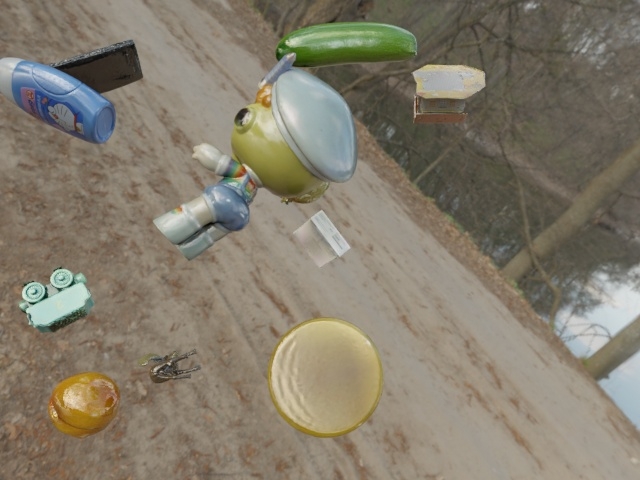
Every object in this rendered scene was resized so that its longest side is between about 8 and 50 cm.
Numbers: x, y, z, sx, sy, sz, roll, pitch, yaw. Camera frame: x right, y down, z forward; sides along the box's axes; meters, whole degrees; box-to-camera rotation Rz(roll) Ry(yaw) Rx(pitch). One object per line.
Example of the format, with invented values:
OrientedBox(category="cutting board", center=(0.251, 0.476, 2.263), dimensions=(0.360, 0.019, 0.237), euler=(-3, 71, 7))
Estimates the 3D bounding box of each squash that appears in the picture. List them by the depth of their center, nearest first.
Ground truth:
OrientedBox(category="squash", center=(0.054, -0.391, 0.994), dimensions=(0.293, 0.082, 0.082), euler=(-7, 36, -8))

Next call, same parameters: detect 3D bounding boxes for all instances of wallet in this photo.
OrientedBox(category="wallet", center=(-0.560, -0.404, 1.226), dimensions=(0.244, 0.124, 0.025), euler=(-29, 68, -23))

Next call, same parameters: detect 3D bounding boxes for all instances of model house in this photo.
OrientedBox(category="model house", center=(0.386, -0.428, 1.524), dimensions=(0.219, 0.136, 0.207), euler=(1, 44, 3))

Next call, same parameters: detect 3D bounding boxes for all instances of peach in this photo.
OrientedBox(category="peach", center=(-0.499, 0.343, 1.050), dimensions=(0.138, 0.138, 0.138), euler=(31, 24, -16))

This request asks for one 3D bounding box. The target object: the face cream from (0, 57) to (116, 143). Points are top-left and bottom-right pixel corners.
OrientedBox(category="face cream", center=(-0.574, -0.305, 1.064), dimensions=(0.264, 0.149, 0.083), euler=(25, 50, 2))

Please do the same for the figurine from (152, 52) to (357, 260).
OrientedBox(category="figurine", center=(-0.088, -0.103, 0.850), dimensions=(0.205, 0.382, 0.224), euler=(41, 2, 38))

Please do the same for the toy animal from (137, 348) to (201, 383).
OrientedBox(category="toy animal", center=(-0.453, 0.368, 1.467), dimensions=(0.214, 0.186, 0.093), euler=(32, 41, -86))

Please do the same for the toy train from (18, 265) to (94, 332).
OrientedBox(category="toy train", center=(-0.824, 0.190, 1.568), dimensions=(0.203, 0.112, 0.163), euler=(-30, 76, -22))

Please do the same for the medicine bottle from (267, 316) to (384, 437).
OrientedBox(category="medicine bottle", center=(0.010, 0.303, 1.108), dimensions=(0.238, 0.238, 0.232), euler=(43, -13, 11))

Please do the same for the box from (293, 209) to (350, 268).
OrientedBox(category="box", center=(0.000, 0.000, 1.386), dimensions=(0.051, 0.129, 0.130), euler=(-36, 90, -30))

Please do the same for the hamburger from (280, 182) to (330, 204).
OrientedBox(category="hamburger", center=(-0.054, -0.204, 1.325), dimensions=(0.122, 0.215, 0.189), euler=(27, 48, 34))
